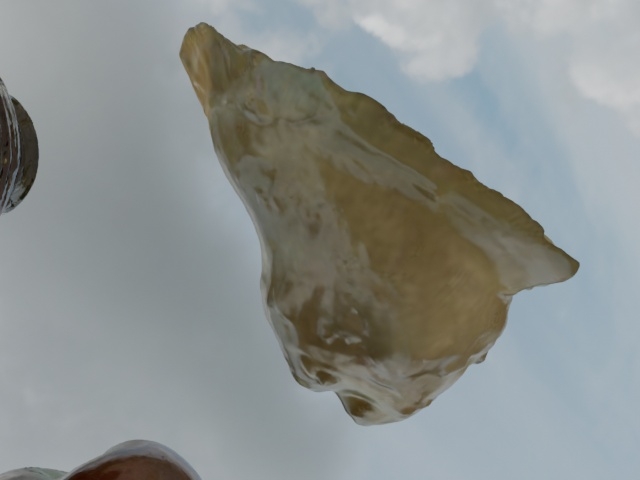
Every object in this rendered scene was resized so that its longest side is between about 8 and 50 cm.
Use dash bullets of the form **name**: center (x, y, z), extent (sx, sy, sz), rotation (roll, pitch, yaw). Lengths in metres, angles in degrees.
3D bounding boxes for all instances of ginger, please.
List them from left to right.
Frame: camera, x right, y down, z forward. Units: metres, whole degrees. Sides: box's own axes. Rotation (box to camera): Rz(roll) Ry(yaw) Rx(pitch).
- **ginger**: center (-0.002, -0.004, 0.435), extent (0.193, 0.122, 0.115), rotation (37, -173, 7)

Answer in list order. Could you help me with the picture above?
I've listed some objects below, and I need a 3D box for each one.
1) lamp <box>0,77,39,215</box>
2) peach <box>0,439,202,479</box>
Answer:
- **lamp**: center (-0.412, -0.094, 0.974), extent (0.247, 0.247, 0.247), rotation (29, -130, -40)
- **peach**: center (-0.211, 0.315, 0.917), extent (0.252, 0.252, 0.252), rotation (29, -130, -40)
